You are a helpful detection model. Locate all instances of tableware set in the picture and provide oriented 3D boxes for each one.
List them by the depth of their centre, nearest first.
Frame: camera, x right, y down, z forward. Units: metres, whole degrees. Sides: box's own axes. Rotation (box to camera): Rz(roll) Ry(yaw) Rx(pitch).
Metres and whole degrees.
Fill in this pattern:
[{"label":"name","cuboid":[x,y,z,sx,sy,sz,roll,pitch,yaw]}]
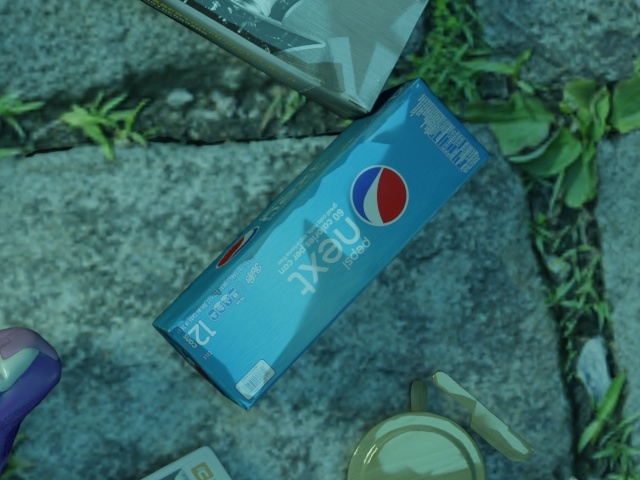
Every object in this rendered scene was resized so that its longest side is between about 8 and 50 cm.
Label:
[{"label":"tableware set","cuboid":[0.100,0.181,0.821,0.194,0.039,0.128,41,92,-5]}]

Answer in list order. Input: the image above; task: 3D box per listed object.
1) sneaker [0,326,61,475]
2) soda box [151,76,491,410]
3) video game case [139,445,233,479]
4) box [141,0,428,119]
[{"label":"sneaker","cuboid":[-0.215,0.156,0.717,0.104,0.095,0.236,42,85,-17]},{"label":"soda box","cuboid":[0.000,0.000,0.778,0.210,0.071,0.067,-45,100,-11]},{"label":"video game case","cuboid":[-0.088,0.221,0.706,0.190,0.022,0.173,-24,69,-38]},{"label":"box","cuboid":[-0.002,-0.216,0.788,0.183,0.056,0.231,30,83,-12]}]
